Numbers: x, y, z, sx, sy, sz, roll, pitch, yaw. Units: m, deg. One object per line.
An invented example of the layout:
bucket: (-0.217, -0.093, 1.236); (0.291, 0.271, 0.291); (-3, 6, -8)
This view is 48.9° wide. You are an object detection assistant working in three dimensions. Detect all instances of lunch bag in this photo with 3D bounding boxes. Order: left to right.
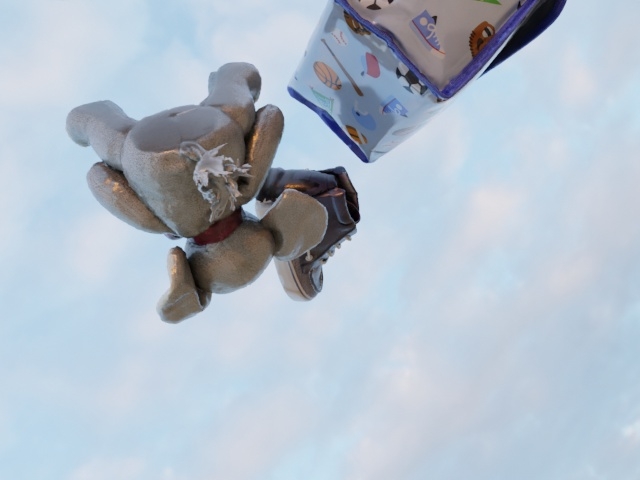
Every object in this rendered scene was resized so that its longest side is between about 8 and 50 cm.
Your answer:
lunch bag: (0.175, -0.330, 1.030); (0.239, 0.328, 0.385); (43, -108, -5)

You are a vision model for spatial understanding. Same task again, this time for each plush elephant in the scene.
plush elephant: (-0.146, -0.047, 0.926); (0.272, 0.330, 0.255); (-22, -51, -14)

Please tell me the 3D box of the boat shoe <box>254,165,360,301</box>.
boat shoe: (0.000, 0.000, 1.252); (0.158, 0.127, 0.340); (-4, -34, 12)
